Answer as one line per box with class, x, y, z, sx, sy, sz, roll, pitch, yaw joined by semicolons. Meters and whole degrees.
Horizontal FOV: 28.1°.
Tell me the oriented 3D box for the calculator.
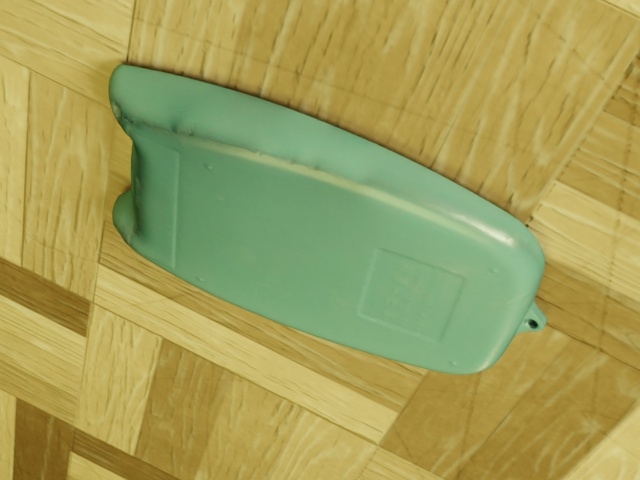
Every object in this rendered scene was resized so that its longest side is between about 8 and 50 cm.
calculator;0.000;0.000;1.040;0.386;0.054;0.256;20;146;6
